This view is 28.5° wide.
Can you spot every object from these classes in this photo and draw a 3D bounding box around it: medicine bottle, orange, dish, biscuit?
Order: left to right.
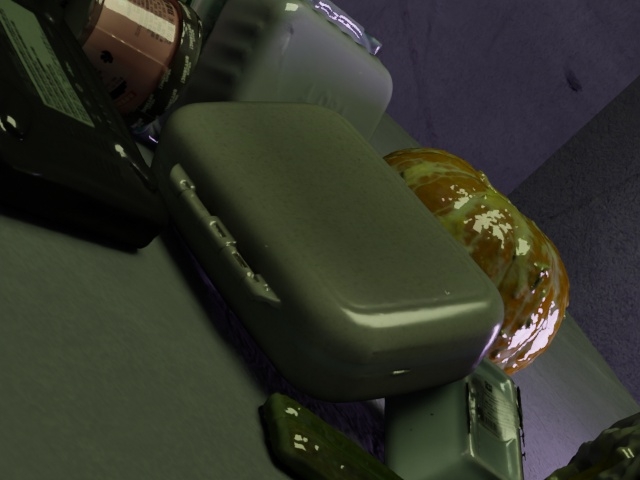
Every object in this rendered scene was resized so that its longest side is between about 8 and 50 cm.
[{"bbox_3d":[0.000,0.000,1.276,0.282,0.123,0.375,-6,43,-37],"label":"medicine bottle"},{"bbox_3d":[0.074,0.243,1.115,0.322,0.038,0.099,39,15,-23],"label":"biscuit"},{"bbox_3d":[0.153,0.035,1.588,0.329,0.249,0.329,43,3,-3],"label":"orange"},{"bbox_3d":[0.152,0.194,1.283,0.182,0.080,0.243,38,32,-25],"label":"dish"}]

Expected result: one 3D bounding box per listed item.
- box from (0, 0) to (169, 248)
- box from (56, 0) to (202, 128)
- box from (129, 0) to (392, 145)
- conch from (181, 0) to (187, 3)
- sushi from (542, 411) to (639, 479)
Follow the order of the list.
[{"bbox_3d":[-0.261,-0.136,1.075,0.290,0.073,0.289,59,14,22],"label":"box"},{"bbox_3d":[-0.224,-0.212,1.341,0.135,0.151,0.151,26,22,-40],"label":"box"},{"bbox_3d":[-0.036,-0.175,1.493,0.106,0.264,0.337,25,-2,41],"label":"box"},{"bbox_3d":[-0.139,-0.249,1.619,0.303,0.215,0.319,61,16,14],"label":"conch"},{"bbox_3d":[0.364,0.334,1.257,0.294,0.281,0.299,54,5,5],"label":"sushi"}]
